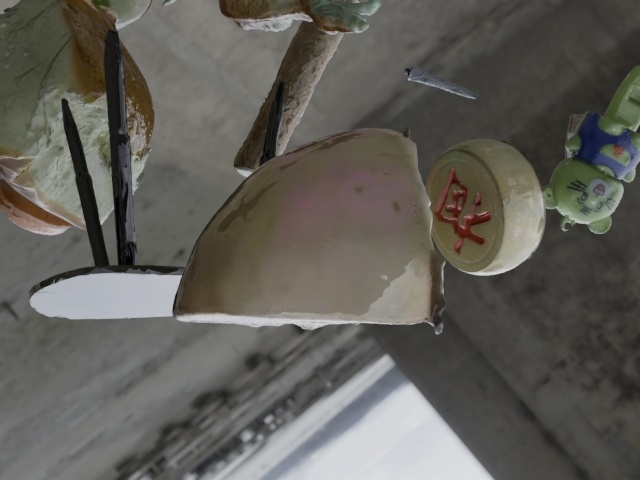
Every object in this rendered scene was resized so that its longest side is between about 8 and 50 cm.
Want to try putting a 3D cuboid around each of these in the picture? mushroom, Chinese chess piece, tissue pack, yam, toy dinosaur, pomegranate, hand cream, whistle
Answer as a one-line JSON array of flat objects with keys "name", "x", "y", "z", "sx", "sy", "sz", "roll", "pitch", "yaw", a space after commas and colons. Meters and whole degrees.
[{"name": "mushroom", "x": -0.024, "y": -0.012, "z": 1.029, "sx": 0.173, "sy": 0.162, "sz": 0.236, "roll": 5, "pitch": 174, "yaw": -16}, {"name": "Chinese chess piece", "x": 0.144, "y": -0.030, "z": 1.175, "sx": 0.051, "sy": 0.122, "sz": 0.122, "roll": -10, "pitch": 158, "yaw": -33}, {"name": "tissue pack", "x": 0.366, "y": -0.138, "z": 1.882, "sx": 0.083, "sy": 0.035, "sz": 0.063, "roll": -62, "pitch": 153, "yaw": -60}, {"name": "yam", "x": -0.034, "y": -0.220, "z": 1.821, "sx": 0.299, "sy": 0.066, "sz": 0.066, "roll": -63, "pitch": 176, "yaw": -6}, {"name": "toy dinosaur", "x": -0.055, "y": -0.287, "z": 1.492, "sx": 0.205, "sy": 0.393, "sz": 0.092, "roll": -36, "pitch": 128, "yaw": -39}, {"name": "pomegranate", "x": -0.369, "y": -0.407, "z": 2.227, "sx": 0.182, "sy": 0.224, "sz": 0.181, "roll": -1, "pitch": 157, "yaw": 0}, {"name": "hand cream", "x": 0.142, "y": -0.182, "z": 1.558, "sx": 0.030, "sy": 0.093, "sz": 0.019, "roll": -47, "pitch": 159, "yaw": -76}, {"name": "whistle", "x": 0.362, "y": -0.113, "z": 1.682, "sx": 0.227, "sy": 0.105, "sz": 0.085, "roll": -62, "pitch": -167, "yaw": 5}]

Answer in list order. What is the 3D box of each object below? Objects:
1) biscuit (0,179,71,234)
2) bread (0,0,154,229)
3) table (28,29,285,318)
[{"name": "biscuit", "x": -0.448, "y": -0.092, "z": 1.985, "sx": 0.036, "sy": 0.192, "sz": 0.186, "roll": -37, "pitch": 164, "yaw": 12}, {"name": "bread", "x": -0.339, "y": -0.168, "z": 1.787, "sx": 0.225, "sy": 0.250, "sz": 0.279, "roll": -30, "pitch": 145, "yaw": 9}, {"name": "table", "x": -0.173, "y": -0.063, "z": 1.388, "sx": 0.318, "sy": 0.249, "sz": 0.317, "roll": -3, "pitch": 169, "yaw": 0}]
